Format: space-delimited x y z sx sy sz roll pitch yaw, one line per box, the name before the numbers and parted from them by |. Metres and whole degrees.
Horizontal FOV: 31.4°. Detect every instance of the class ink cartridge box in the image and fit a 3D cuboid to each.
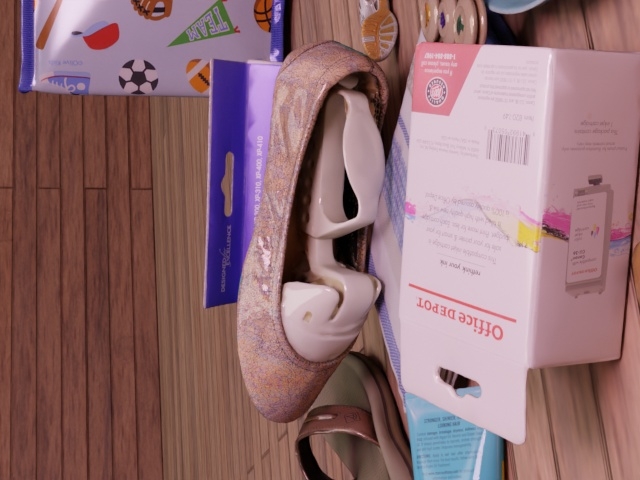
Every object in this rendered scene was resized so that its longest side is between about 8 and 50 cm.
ink cartridge box | 0.102 -0.004 0.608 0.115 0.067 0.198 19 109 58
ink cartridge box | -0.025 -0.050 0.988 0.208 0.045 0.206 -10 -76 -60

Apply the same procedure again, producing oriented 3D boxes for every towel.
towel | 0.087 -0.032 0.807 0.209 0.034 0.285 -104 21 -52

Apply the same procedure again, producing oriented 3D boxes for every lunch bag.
lunch bag | -0.206 -0.378 1.405 0.239 0.327 0.385 -131 41 -72

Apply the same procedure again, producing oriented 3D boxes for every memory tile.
memory tile | 0.080 -0.119 0.708 0.113 0.012 0.148 -124 31 -70

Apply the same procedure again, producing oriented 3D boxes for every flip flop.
flip flop | 0.022 0.186 0.968 0.277 0.080 0.112 -114 27 -59

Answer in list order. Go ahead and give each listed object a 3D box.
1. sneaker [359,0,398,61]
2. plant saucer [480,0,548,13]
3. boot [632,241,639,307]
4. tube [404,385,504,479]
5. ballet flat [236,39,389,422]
sneaker | 0.050 -0.184 0.976 0.037 0.032 0.083 86 -178 -64
plant saucer | 0.129 -0.281 0.605 0.317 0.043 0.318 179 90 -77
boot | 0.178 -0.042 0.382 0.280 0.096 0.264 104 154 -68
tube | 0.092 0.198 0.737 0.080 0.052 0.207 -12 74 35
ballet flat | 0.000 0.000 0.900 0.106 0.107 0.316 11 101 50
